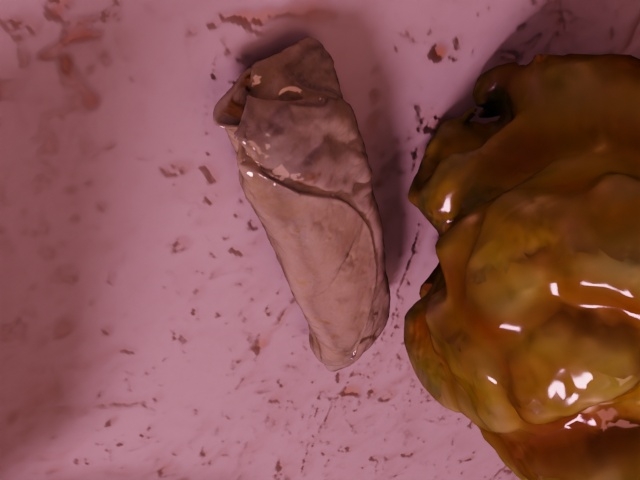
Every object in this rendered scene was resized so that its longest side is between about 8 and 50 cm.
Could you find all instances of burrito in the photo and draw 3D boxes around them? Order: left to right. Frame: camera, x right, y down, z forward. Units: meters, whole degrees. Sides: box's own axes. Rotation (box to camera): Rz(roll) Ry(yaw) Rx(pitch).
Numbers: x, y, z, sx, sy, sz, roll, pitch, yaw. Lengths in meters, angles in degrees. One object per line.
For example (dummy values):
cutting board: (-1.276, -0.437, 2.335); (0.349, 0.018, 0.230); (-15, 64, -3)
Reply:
burrito: (0.000, 0.000, 0.629); (0.082, 0.059, 0.275); (-42, 146, -20)

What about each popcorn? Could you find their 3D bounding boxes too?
popcorn: (0.213, 0.046, 0.641); (0.325, 0.321, 0.290); (34, 105, -33)
